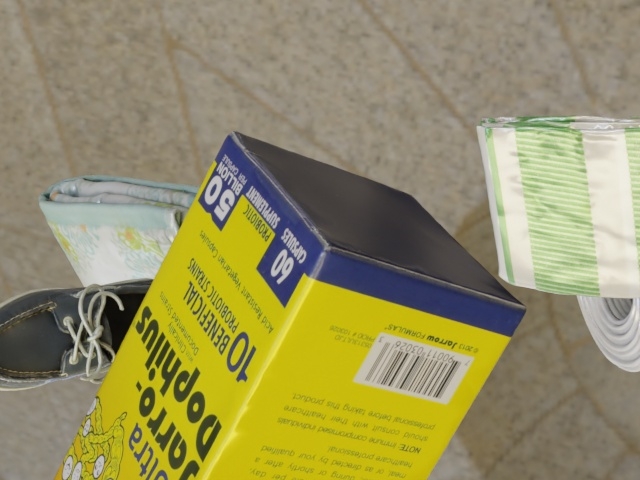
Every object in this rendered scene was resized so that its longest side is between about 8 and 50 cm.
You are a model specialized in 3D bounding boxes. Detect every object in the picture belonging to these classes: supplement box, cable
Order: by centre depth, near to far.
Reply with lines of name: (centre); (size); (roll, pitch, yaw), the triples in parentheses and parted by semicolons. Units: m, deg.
supplement box: (-0.039, 0.132, 1.079); (0.195, 0.194, 0.356); (17, -71, -34)
cable: (0.432, 0.053, 1.894); (0.089, 0.257, 0.257); (-9, -60, -15)

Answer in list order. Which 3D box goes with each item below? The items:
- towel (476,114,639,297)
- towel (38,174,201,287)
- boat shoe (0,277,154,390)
towel: (0.353, -0.039, 1.595); (0.038, 0.325, 0.248); (-59, -37, -52)
towel: (-0.179, 0.079, 1.674); (0.090, 0.374, 0.320); (-34, -66, -28)
boat shoe: (-0.218, 0.088, 1.330); (0.254, 0.079, 0.095); (-7, -88, -44)
